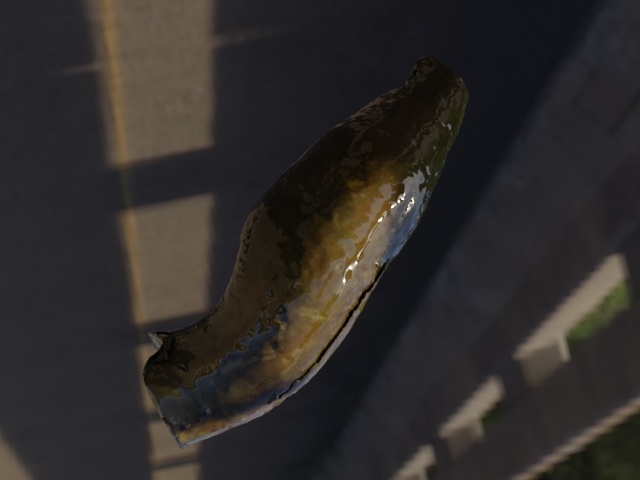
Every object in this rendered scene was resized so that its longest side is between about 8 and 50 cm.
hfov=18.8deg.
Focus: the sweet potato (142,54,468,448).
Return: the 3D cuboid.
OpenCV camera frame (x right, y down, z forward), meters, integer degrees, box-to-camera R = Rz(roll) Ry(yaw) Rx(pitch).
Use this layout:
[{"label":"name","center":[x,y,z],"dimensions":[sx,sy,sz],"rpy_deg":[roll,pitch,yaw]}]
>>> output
[{"label":"sweet potato","center":[-0.005,-0.005,1.094],"dimensions":[0.085,0.285,0.112],"rpy_deg":[43,157,-23]}]
